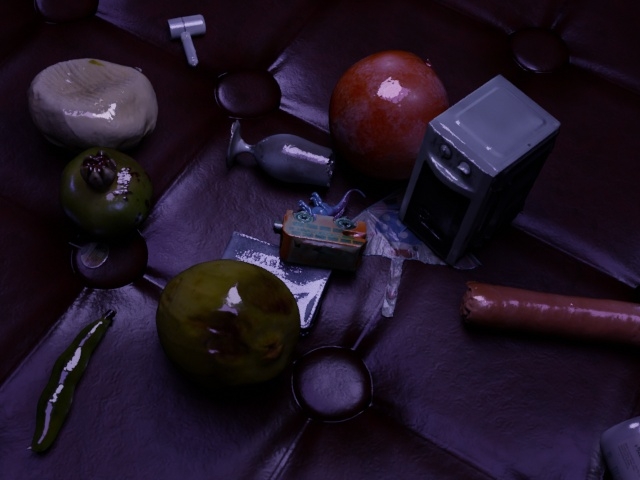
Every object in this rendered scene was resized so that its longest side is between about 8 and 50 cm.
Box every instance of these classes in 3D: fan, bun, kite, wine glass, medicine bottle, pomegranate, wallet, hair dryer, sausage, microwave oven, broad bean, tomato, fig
[{"bbox_3d":[-0.445,0.018,1.738,0.060,0.003,0.080,-31,66,-22],"label":"fan"},{"bbox_3d":[-0.458,-0.258,1.818,0.259,0.160,0.259,2,37,-2],"label":"bun"},{"bbox_3d":[0.161,0.016,1.793,0.335,0.011,0.314,9,58,0],"label":"kite"},{"bbox_3d":[-0.080,-0.174,1.835,0.222,0.103,0.103,14,58,3],"label":"wine glass"},{"bbox_3d":[0.575,0.415,1.514,0.135,0.135,0.215,-10,60,-11],"label":"medicine bottle"},{"bbox_3d":[-0.422,-0.103,1.700,0.179,0.210,0.179,-12,55,17],"label":"pomegranate"},{"bbox_3d":[-0.096,0.080,1.715,0.222,0.036,0.167,19,59,7],"label":"wallet"},{"bbox_3d":[-0.294,-0.448,2.017,0.082,0.047,0.137,-12,66,-13],"label":"hair dryer"},{"bbox_3d":[0.477,0.146,1.695,0.419,0.094,0.094,7,36,1],"label":"sausage"},{"bbox_3d":[0.306,-0.125,1.720,0.237,0.295,0.181,-35,67,-27],"label":"microwave oven"},{"bbox_3d":[-0.448,0.240,1.579,0.060,0.043,0.297,22,57,-3],"label":"broad bean"},{"bbox_3d":[0.134,-0.248,1.804,0.265,0.265,0.265,2,58,-4],"label":"tomato"},{"bbox_3d":[-0.172,0.141,1.569,0.239,0.239,0.271,-37,45,-24],"label":"fig"}]

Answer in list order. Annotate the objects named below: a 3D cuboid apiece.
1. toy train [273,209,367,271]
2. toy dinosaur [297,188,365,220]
[{"bbox_3d":[0.000,0.000,1.724,0.188,0.072,0.099,8,40,-6],"label":"toy train"},{"bbox_3d":[0.000,-0.057,1.805,0.197,0.045,0.080,-31,79,-14],"label":"toy dinosaur"}]
